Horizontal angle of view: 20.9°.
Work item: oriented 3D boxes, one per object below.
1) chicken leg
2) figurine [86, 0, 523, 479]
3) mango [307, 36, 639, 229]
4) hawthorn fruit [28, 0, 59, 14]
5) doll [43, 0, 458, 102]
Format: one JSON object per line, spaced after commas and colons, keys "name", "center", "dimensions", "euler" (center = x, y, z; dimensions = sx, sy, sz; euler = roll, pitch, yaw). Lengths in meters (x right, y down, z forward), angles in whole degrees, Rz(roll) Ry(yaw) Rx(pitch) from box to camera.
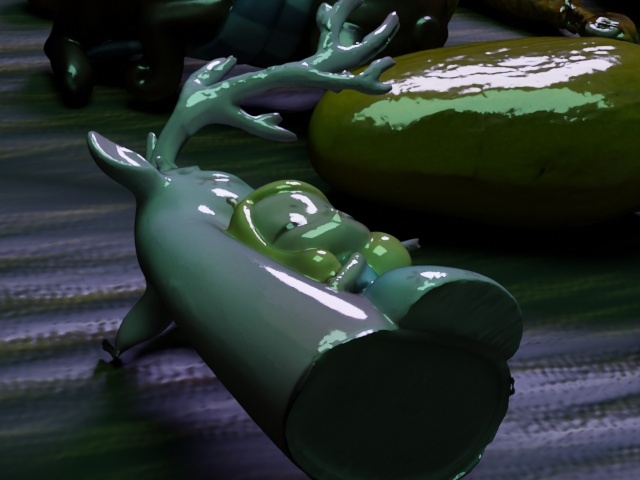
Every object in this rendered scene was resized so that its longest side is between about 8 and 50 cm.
{"name": "chicken leg", "center": [0.234, -0.252, 1.794], "dimensions": [0.107, 0.087, 0.251], "euler": [-25, 45, -22]}
{"name": "figurine", "center": [-0.005, 0.012, 1.076], "dimensions": [0.284, 0.206, 0.316], "euler": [-18, 43, -34]}
{"name": "mango", "center": [0.149, -0.089, 1.360], "dimensions": [0.332, 0.142, 0.195], "euler": [2, 22, -8]}
{"name": "hawthorn fruit", "center": [-0.247, -0.252, 1.635], "dimensions": [0.077, 0.077, 0.077], "euler": [7, 26, -4]}
{"name": "doll", "center": [-0.049, -0.209, 1.511], "dimensions": [0.340, 0.209, 0.318], "euler": [13, 59, 13]}
